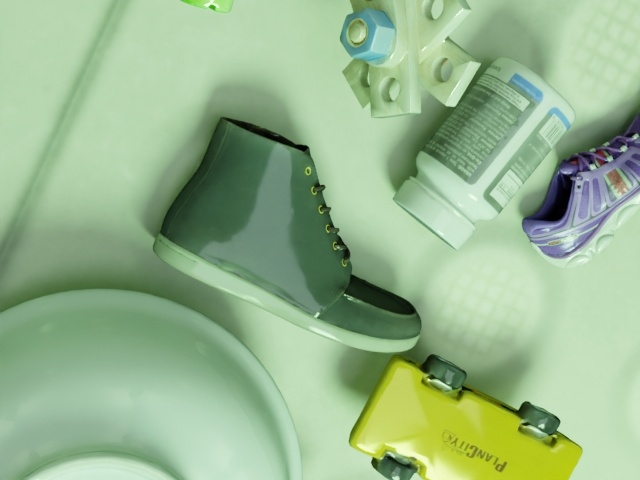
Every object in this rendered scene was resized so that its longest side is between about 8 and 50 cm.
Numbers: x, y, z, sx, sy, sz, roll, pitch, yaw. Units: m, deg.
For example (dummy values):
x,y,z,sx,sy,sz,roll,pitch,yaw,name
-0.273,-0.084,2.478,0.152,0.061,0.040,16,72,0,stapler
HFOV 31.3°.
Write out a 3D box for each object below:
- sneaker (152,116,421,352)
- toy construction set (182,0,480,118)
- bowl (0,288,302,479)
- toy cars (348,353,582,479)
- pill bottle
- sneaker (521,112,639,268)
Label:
x,y,z,sx,sy,sz,roll,pitch,yaw,name
0.000,0.000,0.844,0.222,0.083,0.118,23,98,-24,sneaker
-0.034,-0.189,0.673,0.328,0.215,0.151,20,95,-51,toy construction set
-0.147,0.189,0.766,0.298,0.134,0.297,-2,99,-10,bowl
0.011,0.184,0.914,0.394,0.087,0.176,-15,103,-11,toy cars
0.122,-0.064,0.868,0.078,0.078,0.137,38,92,-26,pill bottle
0.231,-0.055,0.919,0.071,0.068,0.170,39,93,-21,sneaker
